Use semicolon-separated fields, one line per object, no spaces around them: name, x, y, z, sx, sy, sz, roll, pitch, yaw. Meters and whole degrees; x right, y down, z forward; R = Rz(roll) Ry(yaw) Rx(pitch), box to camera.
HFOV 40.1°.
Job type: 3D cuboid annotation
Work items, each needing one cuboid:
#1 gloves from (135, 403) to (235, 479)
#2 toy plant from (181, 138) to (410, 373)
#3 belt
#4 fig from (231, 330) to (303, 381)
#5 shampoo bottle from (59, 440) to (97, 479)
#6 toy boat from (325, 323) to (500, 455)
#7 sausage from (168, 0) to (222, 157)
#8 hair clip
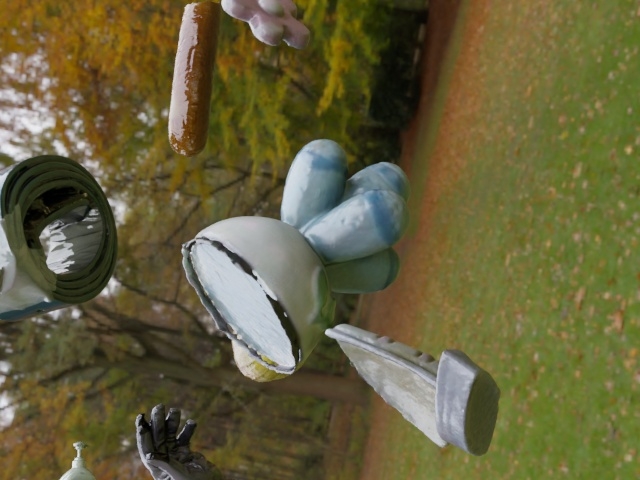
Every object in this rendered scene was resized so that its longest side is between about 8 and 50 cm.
gloves;-0.256;0.438;1.690;0.286;0.119;0.142;55;-168;-12
toy plant;0.000;0.000;1.239;0.332;0.247;0.247;-39;-22;-24
belt;-0.557;-0.006;1.735;0.436;0.173;0.300;-45;-63;-71
fig;-0.078;0.201;1.727;0.257;0.159;0.159;-16;59;61
shampoo bottle;-0.382;0.391;1.371;0.045;0.077;0.152;-24;62;48
toy boat;0.182;0.257;1.501;0.111;0.293;0.276;-46;-53;-26
sausage;-0.232;-0.307;1.623;0.103;0.076;0.302;93;-177;-82
hair clip;-0.111;-0.358;1.277;0.146;0.257;0.075;4;-56;-47
